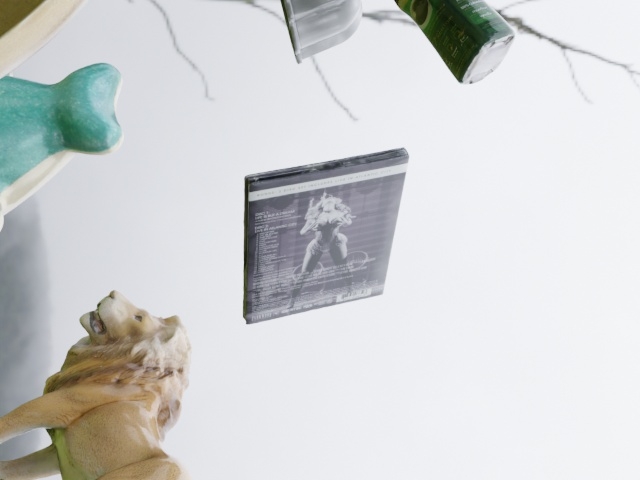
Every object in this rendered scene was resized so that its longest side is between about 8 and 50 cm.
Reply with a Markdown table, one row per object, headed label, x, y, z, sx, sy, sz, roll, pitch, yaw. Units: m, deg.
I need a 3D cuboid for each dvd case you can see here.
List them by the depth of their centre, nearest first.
| label | x | y | z | sx | sy | sz | roll | pitch | yaw |
| --- | --- | --- | --- | --- | --- | --- | --- | --- | --- |
| dvd case | 0.000 | 0.000 | 0.997 | 0.221 | 0.164 | 0.018 | 96 | -23 | -49 |

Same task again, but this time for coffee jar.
| label | x | y | z | sx | sy | sz | roll | pitch | yaw |
| --- | --- | --- | --- | --- | --- | --- | --- | --- | --- |
| coffee jar | 0.170 | -0.303 | 1.270 | 0.184 | 0.079 | 0.096 | 55 | -28 | 18 |

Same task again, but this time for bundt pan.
| label | x | y | z | sx | sy | sz | roll | pitch | yaw |
| --- | --- | --- | --- | --- | --- | --- | --- | --- | --- |
| bundt pan | -0.017 | -0.450 | 1.499 | 0.331 | 0.124 | 0.331 | 166 | -90 | -89 |

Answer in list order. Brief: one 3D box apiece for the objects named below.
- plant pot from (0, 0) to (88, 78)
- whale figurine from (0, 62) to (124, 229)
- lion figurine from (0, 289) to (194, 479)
| label | x | y | z | sx | sy | sz | roll | pitch | yaw |
| --- | --- | --- | --- | --- | --- | --- | --- | --- | --- |
| plant pot | -0.187 | -0.141 | 0.491 | 0.032 | 0.236 | 0.236 | 56 | 4 | -48 |
| whale figurine | -0.319 | -0.103 | 0.885 | 0.141 | 0.272 | 0.216 | 59 | 20 | -53 |
| lion figurine | -0.193 | 0.205 | 0.886 | 0.392 | 0.240 | 0.142 | -130 | -150 | -51 |
